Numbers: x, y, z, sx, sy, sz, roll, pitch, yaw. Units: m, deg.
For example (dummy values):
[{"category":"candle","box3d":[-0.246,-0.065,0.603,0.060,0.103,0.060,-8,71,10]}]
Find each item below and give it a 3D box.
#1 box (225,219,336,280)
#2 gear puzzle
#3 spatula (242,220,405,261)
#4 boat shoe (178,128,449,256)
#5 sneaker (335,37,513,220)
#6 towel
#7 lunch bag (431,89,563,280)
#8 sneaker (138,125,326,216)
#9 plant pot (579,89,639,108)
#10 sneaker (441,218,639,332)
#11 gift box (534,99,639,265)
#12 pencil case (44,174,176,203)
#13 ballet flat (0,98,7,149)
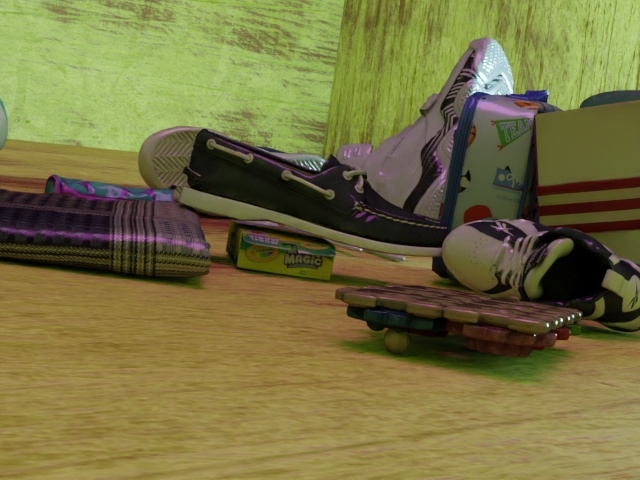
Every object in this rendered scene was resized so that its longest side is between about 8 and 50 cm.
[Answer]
[{"category":"box","box3d":[-0.044,0.010,1.649,0.105,0.043,0.179,9,3,-8]},{"category":"gear puzzle","box3d":[0.130,0.070,1.282,0.176,0.044,0.339,8,2,16]},{"category":"spatula","box3d":[0.000,0.000,2.018,0.168,0.019,0.242,12,4,-24]},{"category":"boat shoe","box3d":[-0.001,-0.050,1.633,0.303,0.091,0.114,13,4,1]},{"category":"sneaker","box3d":[0.148,-0.149,2.254,0.210,0.365,0.137,2,-31,35]},{"category":"towel","box3d":[-0.267,-0.008,1.516,0.312,0.056,0.324,5,7,-7]},{"category":"lunch bag","box3d":[0.223,-0.068,1.823,0.115,0.243,0.303,10,6,15]},{"category":"sneaker","box3d":[-0.152,-0.094,2.298,0.350,0.131,0.148,12,-5,-41]},{"category":"plant pot","box3d":[0.447,-0.045,1.923,0.290,0.195,0.290,17,-10,3]},{"category":"sneaker","box3d":[0.210,0.021,1.500,0.235,0.094,0.153,25,-3,29]},{"category":"gift box","box3d":[0.415,-0.051,1.672,0.258,0.255,0.276,-5,1,40]},{"category":"pencil case","box3d":[-0.241,-0.038,1.738,0.152,0.064,0.070,6,-20,-22]},{"category":"ballet flat","box3d":[-0.535,-0.110,1.662,0.400,0.139,0.139,-2,0,24]}]
